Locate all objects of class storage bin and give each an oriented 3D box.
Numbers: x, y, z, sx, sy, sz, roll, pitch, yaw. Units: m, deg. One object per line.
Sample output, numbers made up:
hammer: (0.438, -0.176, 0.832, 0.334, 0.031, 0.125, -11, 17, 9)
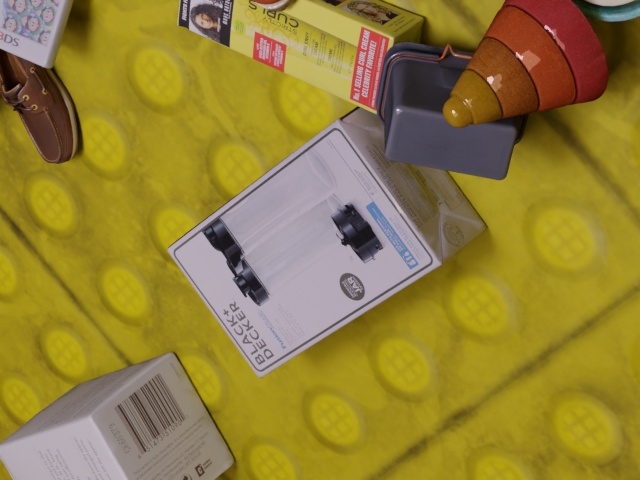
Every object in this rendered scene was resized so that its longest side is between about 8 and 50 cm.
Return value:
storage bin: (0.115, -0.110, 1.454, 0.135, 0.091, 0.098, 10, 125, -1)

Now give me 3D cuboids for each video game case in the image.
video game case: (-0.308, -0.272, 1.722, 0.143, 0.019, 0.157, 24, 103, 25)

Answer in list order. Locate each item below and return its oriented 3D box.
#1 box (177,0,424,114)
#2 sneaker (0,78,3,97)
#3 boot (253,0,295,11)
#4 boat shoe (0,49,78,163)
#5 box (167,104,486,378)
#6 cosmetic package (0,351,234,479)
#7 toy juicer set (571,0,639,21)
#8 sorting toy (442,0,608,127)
box: (-0.021, -0.200, 1.561, 0.232, 0.058, 0.087, 27, 127, 22)
sneaker: (-0.473, -0.167, 1.884, 0.296, 0.112, 0.131, -13, 106, 40)
boot: (-0.024, -0.277, 1.473, 0.059, 0.084, 0.158, 32, 98, 24)
boat shoe: (-0.313, -0.160, 1.802, 0.064, 0.060, 0.178, -3, 113, 38)
box: (0.000, 0.000, 1.640, 0.290, 0.087, 0.169, -33, 93, 44)
cosmetic package: (-0.231, 0.241, 1.909, 0.183, 0.151, 0.151, -21, 102, 43)
toy juicer set: (0.241, -0.260, 1.306, 0.329, 0.089, 0.209, 47, 135, 7)
sorting toy: (0.077, -0.231, 1.394, 0.365, 0.126, 0.127, 52, 167, 3)
